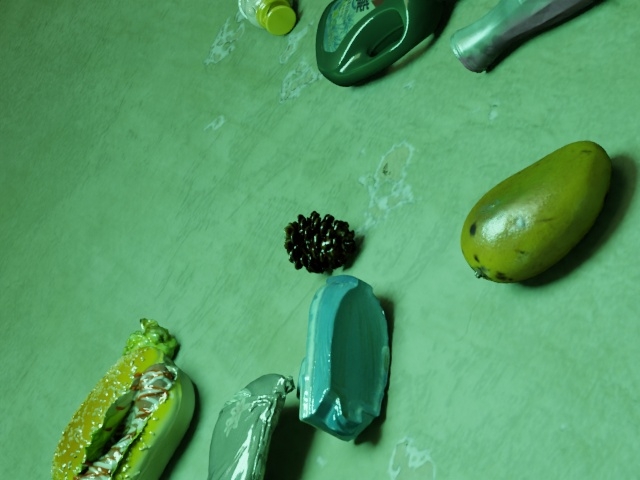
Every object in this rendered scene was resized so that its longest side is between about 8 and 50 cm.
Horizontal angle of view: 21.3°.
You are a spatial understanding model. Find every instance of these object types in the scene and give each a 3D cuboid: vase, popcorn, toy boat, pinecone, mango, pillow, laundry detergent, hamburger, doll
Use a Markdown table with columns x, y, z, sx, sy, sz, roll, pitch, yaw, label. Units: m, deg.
| x | y | z | sx | sy | sz | roll | pitch | yaw | label |
| --- | --- | --- | --- | --- | --- | --- | --- | --- | --- |
| 0.238 | -0.268 | 1.917 | 0.214 | 0.086 | 0.086 | -37 | 36 | 36 | vase |
| -0.222 | 0.140 | 2.179 | 0.083 | 0.059 | 0.068 | -40 | 34 | 39 | popcorn |
| 0.010 | 0.129 | 1.849 | 0.102 | 0.088 | 0.215 | -31 | 41 | 40 | toy boat |
| 0.000 | 0.000 | 1.993 | 0.083 | 0.077 | 0.077 | -16 | 48 | 32 | pinecone |
| 0.219 | -0.026 | 1.712 | 0.178 | 0.090 | 0.115 | -33 | 30 | 19 | mango |
| -0.097 | 0.265 | 1.853 | 0.169 | 0.059 | 0.255 | -39 | 33 | 61 | pillow |
| 0.094 | -0.279 | 2.123 | 0.221 | 0.078 | 0.144 | -20 | 48 | 40 | laundry detergent |
| -0.242 | 0.227 | 2.071 | 0.210 | 0.116 | 0.173 | -59 | 29 | -5 | hamburger |
| -0.084 | -0.343 | 2.411 | 0.073 | 0.084 | 0.127 | -48 | 40 | 11 | doll |
